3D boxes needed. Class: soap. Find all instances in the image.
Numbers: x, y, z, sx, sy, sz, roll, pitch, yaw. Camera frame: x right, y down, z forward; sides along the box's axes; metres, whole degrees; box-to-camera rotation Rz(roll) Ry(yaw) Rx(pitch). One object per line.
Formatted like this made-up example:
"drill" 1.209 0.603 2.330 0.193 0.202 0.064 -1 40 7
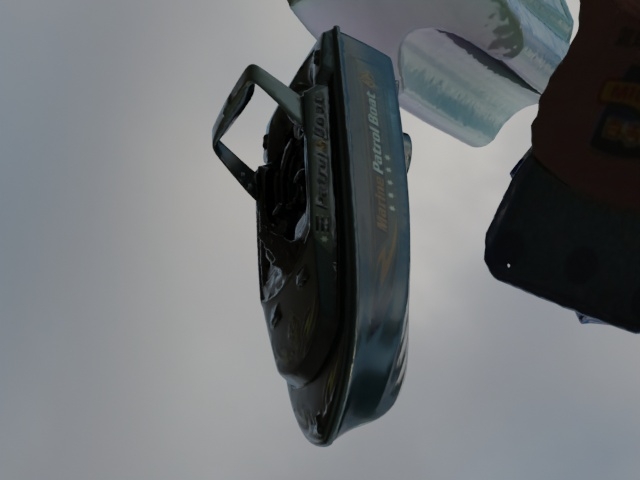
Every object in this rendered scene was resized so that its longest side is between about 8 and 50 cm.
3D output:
"soap" 0.068 -0.191 1.297 0.115 0.347 0.208 -25 -105 16

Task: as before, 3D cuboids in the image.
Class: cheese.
"cheese" 0.144 -0.106 0.662 0.189 0.074 0.286 22 -94 45

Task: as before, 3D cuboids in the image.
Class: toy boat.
"toy boat" 0.000 0.000 0.998 0.093 0.103 0.246 124 -29 -46

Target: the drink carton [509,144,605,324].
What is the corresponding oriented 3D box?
"drink carton" 0.258 -0.089 1.217 0.106 0.130 0.315 5 -138 44
